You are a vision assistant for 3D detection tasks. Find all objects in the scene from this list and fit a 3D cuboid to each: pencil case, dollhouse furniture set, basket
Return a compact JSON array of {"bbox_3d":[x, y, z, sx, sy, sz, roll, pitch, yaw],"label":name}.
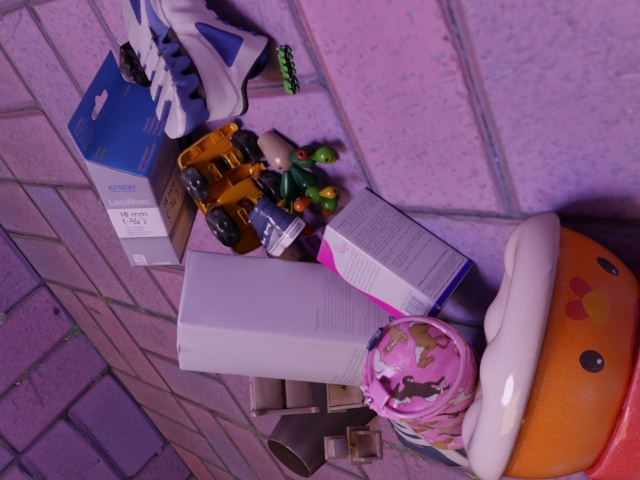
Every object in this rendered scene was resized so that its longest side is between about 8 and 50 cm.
[{"bbox_3d":[0.189,0.246,1.151,0.167,0.160,0.386,7,161,24],"label":"pencil case"},{"bbox_3d":[-0.072,0.321,1.467,0.174,0.356,0.303,147,123,-61],"label":"dollhouse furniture set"},{"bbox_3d":[-0.007,0.424,1.647,0.204,0.227,0.154,45,149,0],"label":"basket"}]

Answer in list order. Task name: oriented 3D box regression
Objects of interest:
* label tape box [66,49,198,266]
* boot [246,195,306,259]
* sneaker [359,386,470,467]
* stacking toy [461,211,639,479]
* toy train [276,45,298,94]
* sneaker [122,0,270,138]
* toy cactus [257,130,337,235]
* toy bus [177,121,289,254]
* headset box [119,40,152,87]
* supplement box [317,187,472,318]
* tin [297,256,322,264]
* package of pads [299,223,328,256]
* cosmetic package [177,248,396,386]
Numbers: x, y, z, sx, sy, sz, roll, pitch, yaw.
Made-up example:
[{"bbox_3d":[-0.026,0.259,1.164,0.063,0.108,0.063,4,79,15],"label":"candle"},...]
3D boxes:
[{"bbox_3d":[-0.320,-0.147,1.295,0.106,0.240,0.333,-1,136,9],"label":"label tape box"},{"bbox_3d":[-0.084,-0.025,1.200,0.086,0.069,0.190,39,161,-3],"label":"boot"},{"bbox_3d":[0.172,0.344,1.429,0.350,0.131,0.148,43,146,-3],"label":"sneaker"},{"bbox_3d":[0.438,0.175,0.854,0.481,0.350,0.350,13,141,12],"label":"stacking toy"},{"bbox_3d":[-0.052,-0.263,1.082,0.024,0.017,0.083,32,149,38],"label":"toy train"},{"bbox_3d":[-0.184,-0.308,1.082,0.127,0.182,0.315,-40,66,57],"label":"sneaker"},{"bbox_3d":[-0.046,-0.107,1.196,0.180,0.112,0.219,48,159,13],"label":"toy cactus"},{"bbox_3d":[-0.182,-0.100,1.330,0.220,0.149,0.211,59,162,-19],"label":"toy bus"},{"bbox_3d":[-0.349,-0.328,1.330,0.062,0.032,0.083,40,147,6],"label":"headset box"},{"bbox_3d":[0.117,0.034,1.150,0.220,0.114,0.111,35,149,11],"label":"supplement box"},{"bbox_3d":[0.009,0.082,1.407,0.190,0.040,0.106,-9,117,53],"label":"tin"},{"bbox_3d":[0.000,0.000,1.320,0.050,0.032,0.083,51,148,-14],"label":"package of pads"},{"bbox_3d":[-0.058,0.147,1.262,0.385,0.156,0.217,9,148,-7],"label":"cosmetic package"}]
